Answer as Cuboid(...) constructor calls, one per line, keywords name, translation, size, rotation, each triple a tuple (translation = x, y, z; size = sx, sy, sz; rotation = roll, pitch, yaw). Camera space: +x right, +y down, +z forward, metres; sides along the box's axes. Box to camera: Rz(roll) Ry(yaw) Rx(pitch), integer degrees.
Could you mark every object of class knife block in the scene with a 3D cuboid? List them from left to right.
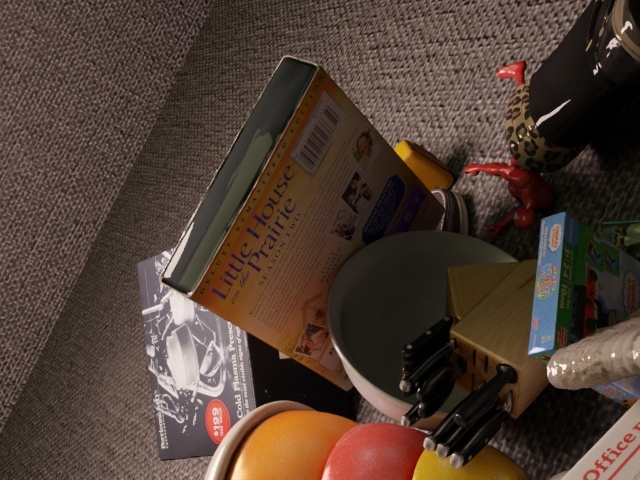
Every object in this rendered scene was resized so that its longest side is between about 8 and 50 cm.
Cuboid(name="knife block", translation=(0.221, 0.135, 1.134), size=(0.242, 0.275, 0.088), rotation=(-94, 0, -47))

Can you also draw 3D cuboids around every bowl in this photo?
Cuboid(name="bowl", translation=(0.149, 0.138, 1.299), size=(0.134, 0.297, 0.298), rotation=(98, 173, -46))

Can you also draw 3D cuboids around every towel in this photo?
Cuboid(name="towel", translation=(0.368, 0.076, 0.979), size=(0.187, 0.282, 0.049), rotation=(-26, 82, 47))

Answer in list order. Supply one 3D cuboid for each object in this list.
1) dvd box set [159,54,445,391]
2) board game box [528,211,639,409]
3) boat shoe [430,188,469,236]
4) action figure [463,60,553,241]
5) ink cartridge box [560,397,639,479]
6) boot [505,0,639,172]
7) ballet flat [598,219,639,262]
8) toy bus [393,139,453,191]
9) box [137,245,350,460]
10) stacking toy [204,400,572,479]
Cuboid(name="dvd box set", translation=(0.000, 0.000, 1.301), size=(0.062, 0.420, 0.308), rotation=(23, 81, 34))
Cuboid(name="board game box", translation=(0.312, 0.086, 1.087), size=(0.039, 0.211, 0.160), rotation=(-22, 47, 47))
Cuboid(name="boat shoe", translation=(0.144, 0.041, 1.516), size=(0.102, 0.092, 0.285), rotation=(-10, 57, 55))
Cuboid(name="action figure", translation=(0.265, -0.116, 1.466), size=(0.139, 0.091, 0.280), rotation=(-29, 41, 34))
Cuboid(name="ink cartridge box", translation=(0.344, 0.236, 0.870), size=(0.207, 0.119, 0.353), rotation=(-39, 33, -21))
Cuboid(name="boot", translation=(0.389, -0.269, 1.329), size=(0.284, 0.138, 0.377), rotation=(-52, 6, 48))
Cuboid(name="ballet flat", translation=(0.410, -0.001, 1.178), size=(0.188, 0.070, 0.070), rotation=(-11, 56, 56))
Cuboid(name="toy bus", translation=(0.069, -0.025, 1.681), size=(0.333, 0.108, 0.130), rotation=(-51, 29, 19))
Cuboid(name="box", translation=(-0.133, 0.169, 1.633), size=(0.312, 0.178, 0.344), rotation=(-21, 74, 51))
Cuboid(name="stacking toy", translation=(0.130, 0.326, 1.140), size=(0.479, 0.350, 0.351), rotation=(-17, 50, 32))
